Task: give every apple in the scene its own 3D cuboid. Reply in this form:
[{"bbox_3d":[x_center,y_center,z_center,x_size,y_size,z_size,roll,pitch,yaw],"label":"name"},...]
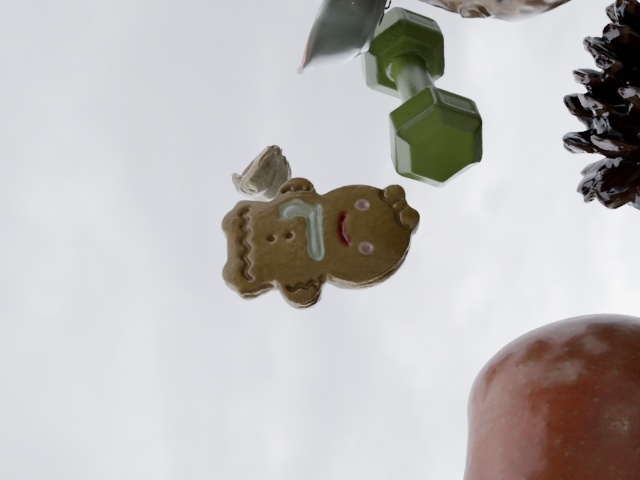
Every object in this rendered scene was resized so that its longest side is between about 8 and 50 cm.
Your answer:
[{"bbox_3d":[0.304,0.254,1.529,0.348,0.277,0.348,-1,-90,-76],"label":"apple"}]

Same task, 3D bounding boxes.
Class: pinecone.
[{"bbox_3d":[0.416,-0.170,1.572,0.242,0.298,0.296,9,-87,-41],"label":"pinecone"}]

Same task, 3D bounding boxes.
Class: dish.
[{"bbox_3d":[0.045,-0.288,1.653,0.229,0.081,0.229,-158,90,-88],"label":"dish"}]

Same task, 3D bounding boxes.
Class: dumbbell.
[{"bbox_3d":[0.122,-0.185,1.710,0.121,0.108,0.302,18,-151,-19],"label":"dumbbell"}]

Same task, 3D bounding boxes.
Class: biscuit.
[{"bbox_3d":[0.000,-0.002,1.679,0.035,0.249,0.184,77,-171,-58],"label":"biscuit"}]

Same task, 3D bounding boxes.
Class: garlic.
[{"bbox_3d":[-0.081,-0.092,2.027,0.074,0.094,0.113,54,-170,-2],"label":"garlic"}]

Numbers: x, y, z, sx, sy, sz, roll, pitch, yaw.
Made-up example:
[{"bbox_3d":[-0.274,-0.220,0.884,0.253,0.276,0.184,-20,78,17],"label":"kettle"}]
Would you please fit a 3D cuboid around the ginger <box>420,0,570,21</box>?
[{"bbox_3d":[0.157,-0.321,1.463,0.172,0.321,0.165,-16,-67,-67],"label":"ginger"}]
